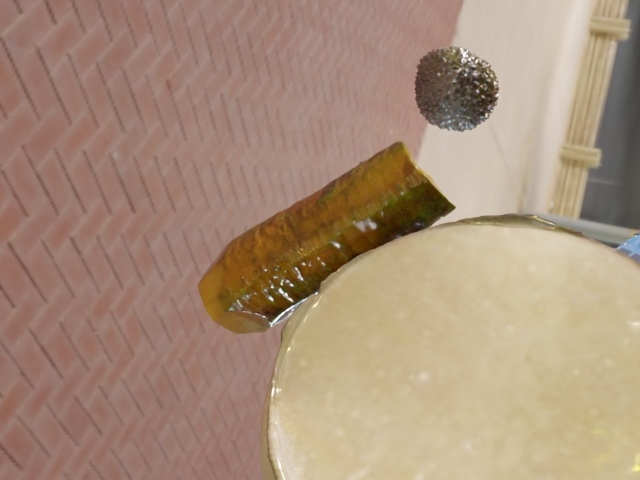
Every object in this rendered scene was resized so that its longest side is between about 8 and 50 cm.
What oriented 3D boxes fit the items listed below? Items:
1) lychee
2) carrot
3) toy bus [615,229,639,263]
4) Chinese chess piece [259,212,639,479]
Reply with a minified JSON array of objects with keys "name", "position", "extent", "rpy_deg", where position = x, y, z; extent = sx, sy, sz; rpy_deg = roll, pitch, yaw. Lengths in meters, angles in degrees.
[{"name":"lychee","position":[0.108,-0.121,0.661],"extent":[0.083,0.067,0.068],"rpy_deg":[24,52,-82]},{"name":"carrot","position":[0.000,0.000,0.925],"extent":[0.114,0.302,0.114],"rpy_deg":[49,20,-25]},{"name":"toy bus","position":[0.531,0.091,1.216],"extent":[0.133,0.234,0.116],"rpy_deg":[-26,126,-24]},{"name":"Chinese chess piece","position":[0.124,0.139,0.595],"extent":[0.140,0.338,0.338],"rpy_deg":[81,29,-50]}]
